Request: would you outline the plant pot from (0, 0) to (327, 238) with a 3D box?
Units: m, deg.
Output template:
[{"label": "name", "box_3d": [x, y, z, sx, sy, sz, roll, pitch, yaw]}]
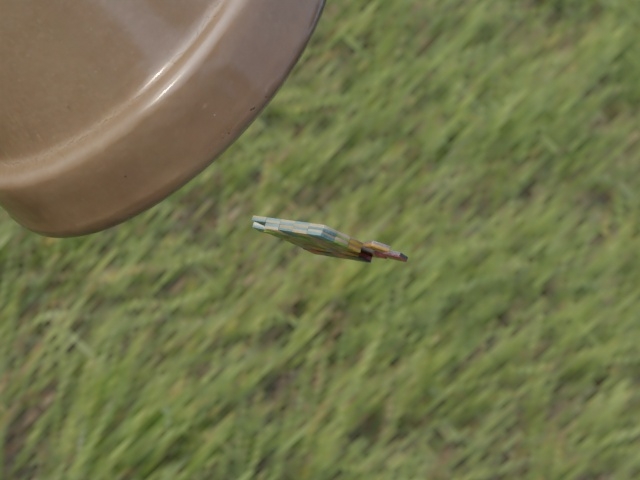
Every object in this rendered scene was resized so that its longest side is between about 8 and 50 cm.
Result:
[{"label": "plant pot", "box_3d": [-0.159, -0.172, 1.153, 0.229, 0.263, 0.263, 46, 27, -32]}]

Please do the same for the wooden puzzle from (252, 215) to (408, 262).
[{"label": "wooden puzzle", "box_3d": [0.000, 0.000, 0.980, 0.049, 0.083, 0.006, 24, 79, -44]}]
